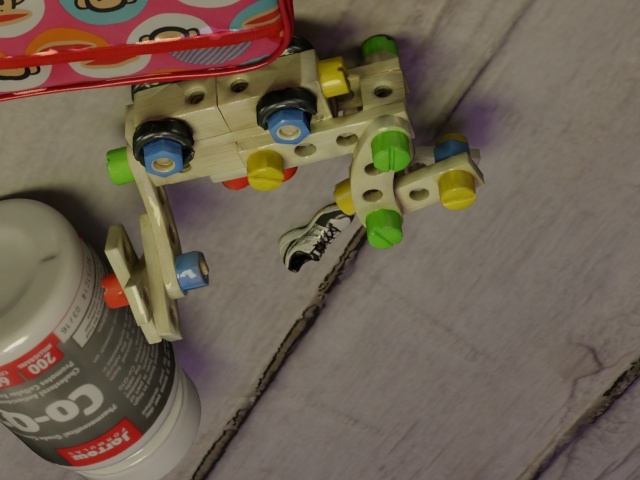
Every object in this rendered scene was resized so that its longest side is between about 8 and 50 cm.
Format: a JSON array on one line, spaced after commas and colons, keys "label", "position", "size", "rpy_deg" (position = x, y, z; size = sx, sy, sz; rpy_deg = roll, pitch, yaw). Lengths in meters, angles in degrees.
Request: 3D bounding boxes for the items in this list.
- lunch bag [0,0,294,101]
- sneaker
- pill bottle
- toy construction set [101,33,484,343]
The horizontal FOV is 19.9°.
[{"label": "lunch bag", "position": [-0.166, -0.194, 1.255], "size": [0.293, 0.120, 0.258], "rpy_deg": [-7, 146, 1]}, {"label": "sneaker", "position": [0.000, 0.000, 1.608], "size": [0.083, 0.037, 0.032], "rpy_deg": [-35, 134, 28]}, {"label": "pill bottle", "position": [-0.222, 0.102, 1.590], "size": [0.161, 0.161, 0.283], "rpy_deg": [-19, 142, 13]}, {"label": "toy construction set", "position": [-0.041, -0.053, 1.452], "size": [0.328, 0.151, 0.215], "rpy_deg": [-25, 142, 2]}]
